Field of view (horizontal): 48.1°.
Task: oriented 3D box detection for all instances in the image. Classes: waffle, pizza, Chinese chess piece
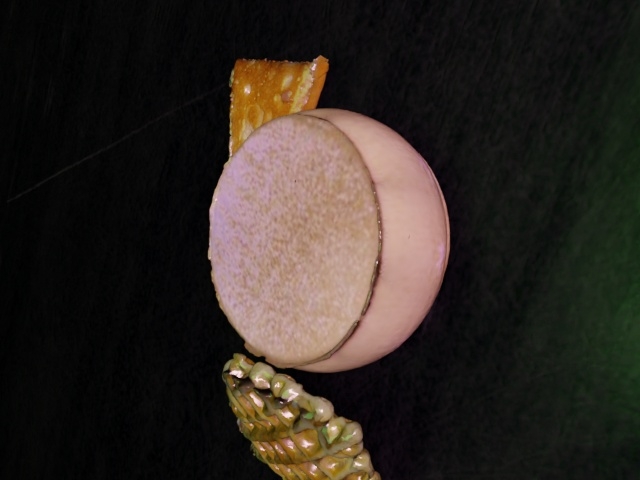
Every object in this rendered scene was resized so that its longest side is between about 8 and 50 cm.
[{"bbox_3d":[-0.022,0.208,0.746,0.214,0.054,0.208,25,146,35],"label":"waffle"},{"bbox_3d":[-0.063,-0.162,0.849,0.131,0.041,0.178,48,120,29],"label":"pizza"},{"bbox_3d":[0.000,0.000,0.740,0.270,0.112,0.270,-2,87,43],"label":"Chinese chess piece"}]
